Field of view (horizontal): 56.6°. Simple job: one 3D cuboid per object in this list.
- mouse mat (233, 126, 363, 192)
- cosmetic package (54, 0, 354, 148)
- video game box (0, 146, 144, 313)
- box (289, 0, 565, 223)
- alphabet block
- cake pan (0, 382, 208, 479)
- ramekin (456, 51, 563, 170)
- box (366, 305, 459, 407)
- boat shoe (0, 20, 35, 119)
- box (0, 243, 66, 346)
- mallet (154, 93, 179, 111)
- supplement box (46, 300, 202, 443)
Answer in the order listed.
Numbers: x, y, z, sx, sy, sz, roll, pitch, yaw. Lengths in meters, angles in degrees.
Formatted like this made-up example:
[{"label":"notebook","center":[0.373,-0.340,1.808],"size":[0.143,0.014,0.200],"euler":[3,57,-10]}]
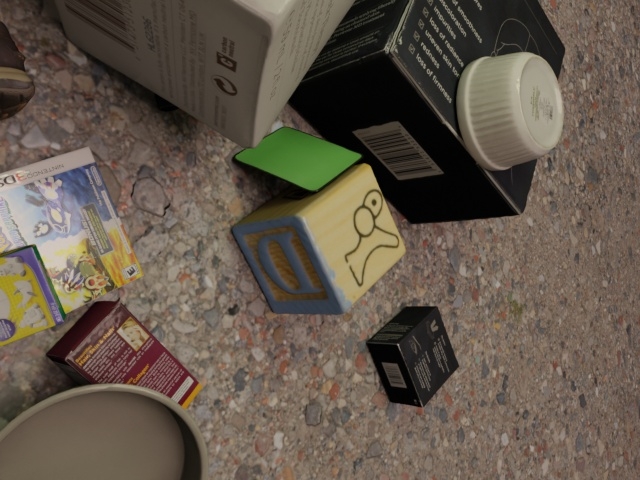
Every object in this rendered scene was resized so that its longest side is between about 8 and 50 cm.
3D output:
[{"label":"mouse mat","center":[-0.039,-0.147,1.048],"size":[0.152,0.190,0.007],"euler":[-40,144,-38]},{"label":"cosmetic package","center":[-0.113,-0.410,0.783],"size":[0.327,0.329,0.393],"euler":[31,72,-1]},{"label":"video game box","center":[-0.364,-0.005,0.807],"size":[0.187,0.048,0.205],"euler":[-30,106,-38]},{"label":"box","center":[0.244,-0.361,1.244],"size":[0.480,0.297,0.471],"euler":[40,62,-34]},{"label":"alphabet block","center":[0.000,0.000,1.048],"size":[0.197,0.193,0.192],"euler":[-39,113,-39]},{"label":"cake pan","center":[-0.294,0.314,0.769],"size":[0.293,0.054,0.293],"euler":[-6,104,-26]},{"label":"ramekin","center":[0.344,-0.234,1.057],"size":[0.207,0.109,0.207],"euler":[5,82,-43]},{"label":"box","center":[0.202,0.245,1.279],"size":[0.158,0.093,0.156],"euler":[-33,108,-39]},{"label":"boat shoe","center":[-0.510,-0.209,0.654],"size":[0.355,0.132,0.130],"euler":[-8,81,-52]},{"label":"box","center":[-0.416,0.083,0.714],"size":[0.179,0.043,0.105],"euler":[-22,101,-15]},{"label":"mallet","center":[-0.199,-0.257,1.002],"size":[0.190,0.039,0.062],"euler":[-21,98,-47]},{"label":"supplement box","center":[-0.275,0.186,0.845],"size":[0.188,0.081,0.104],"euler":[54,54,-25]}]
